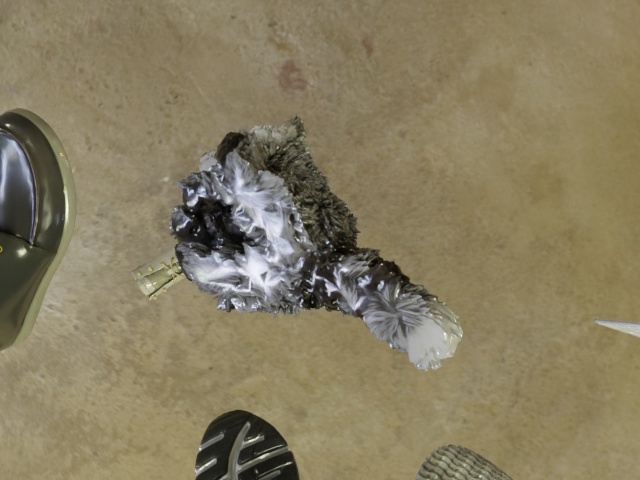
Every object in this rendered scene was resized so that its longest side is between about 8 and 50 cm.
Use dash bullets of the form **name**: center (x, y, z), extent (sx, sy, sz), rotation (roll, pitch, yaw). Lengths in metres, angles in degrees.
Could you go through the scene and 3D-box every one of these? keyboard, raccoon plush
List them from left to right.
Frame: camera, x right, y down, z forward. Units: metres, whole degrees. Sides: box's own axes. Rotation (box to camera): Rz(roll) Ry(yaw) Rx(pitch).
- **raccoon plush**: center (0.000, 0.000, 0.982), extent (0.446, 0.216, 0.299), rotation (41, 28, 6)
- **keyboard**: center (0.404, 0.113, 0.792), extent (0.256, 0.072, 0.014), rotation (17, 73, -39)

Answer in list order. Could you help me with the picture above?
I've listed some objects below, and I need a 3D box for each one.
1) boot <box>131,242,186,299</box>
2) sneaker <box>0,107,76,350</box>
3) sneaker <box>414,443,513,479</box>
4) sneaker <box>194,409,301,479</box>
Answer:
- **boot**: center (-0.264, 0.049, 1.314), extent (0.165, 0.213, 0.077), rotation (-32, 106, -19)
- **sneaker**: center (-0.259, 0.014, 0.519), extent (0.083, 0.118, 0.222), rotation (28, 116, 13)
- **sneaker**: center (0.105, 0.326, 0.715), extent (0.293, 0.102, 0.146), rotation (-23, 139, -56)
- **sneaker**: center (-0.038, 0.235, 0.551), extent (0.081, 0.094, 0.208), rotation (-23, 68, -11)
